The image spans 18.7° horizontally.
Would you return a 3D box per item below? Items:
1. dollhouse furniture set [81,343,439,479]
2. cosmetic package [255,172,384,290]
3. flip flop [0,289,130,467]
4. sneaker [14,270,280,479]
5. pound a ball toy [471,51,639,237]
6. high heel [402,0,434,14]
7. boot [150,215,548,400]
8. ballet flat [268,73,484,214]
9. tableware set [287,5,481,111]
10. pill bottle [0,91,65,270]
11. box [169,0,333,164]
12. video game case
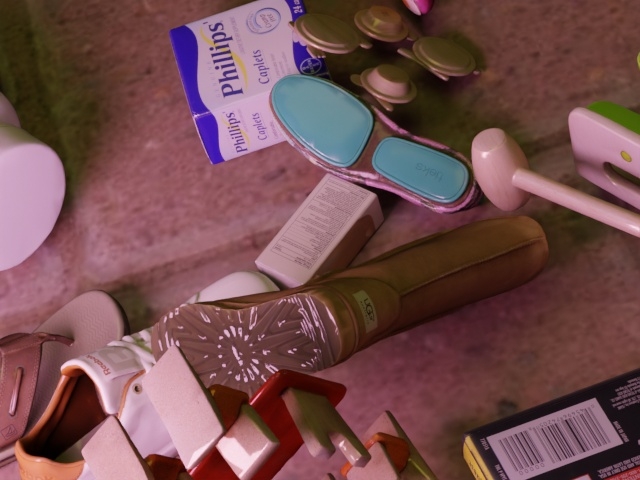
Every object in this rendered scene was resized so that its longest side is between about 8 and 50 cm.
[{"bbox_3d":[-0.082,0.198,1.505,0.259,0.262,0.135,-49,50,18],"label":"dollhouse furniture set"},{"bbox_3d":[0.000,0.000,1.750,0.060,0.041,0.115,27,65,30],"label":"cosmetic package"},{"bbox_3d":[-0.288,0.136,1.700,0.277,0.080,0.112,-32,52,-9],"label":"flip flop"},{"bbox_3d":[-0.141,0.116,1.651,0.106,0.123,0.290,28,64,33],"label":"sneaker"},{"bbox_3d":[0.312,-0.037,1.634,0.319,0.136,0.208,32,67,34],"label":"pound a ball toy"},{"bbox_3d":[0.107,-0.320,1.939,0.117,0.082,0.244,-25,38,8],"label":"high heel"},{"bbox_3d":[0.026,0.057,1.623,0.236,0.089,0.269,-9,8,43],"label":"boot"},{"bbox_3d":[0.052,-0.080,1.771,0.221,0.079,0.077,27,84,19],"label":"ballet flat"},{"bbox_3d":[0.061,-0.180,1.837,0.141,0.020,0.168,40,39,27],"label":"tableware set"},{"bbox_3d":[-0.397,-0.094,1.841,0.318,0.176,0.176,28,65,31],"label":"pill bottle"},{"bbox_3d":[-0.063,-0.159,1.868,0.137,0.072,0.126,-19,51,1],"label":"box"},{"bbox_3d":[0.283,0.205,1.493,0.274,0.035,0.248,-18,52,-13],"label":"video game case"}]
